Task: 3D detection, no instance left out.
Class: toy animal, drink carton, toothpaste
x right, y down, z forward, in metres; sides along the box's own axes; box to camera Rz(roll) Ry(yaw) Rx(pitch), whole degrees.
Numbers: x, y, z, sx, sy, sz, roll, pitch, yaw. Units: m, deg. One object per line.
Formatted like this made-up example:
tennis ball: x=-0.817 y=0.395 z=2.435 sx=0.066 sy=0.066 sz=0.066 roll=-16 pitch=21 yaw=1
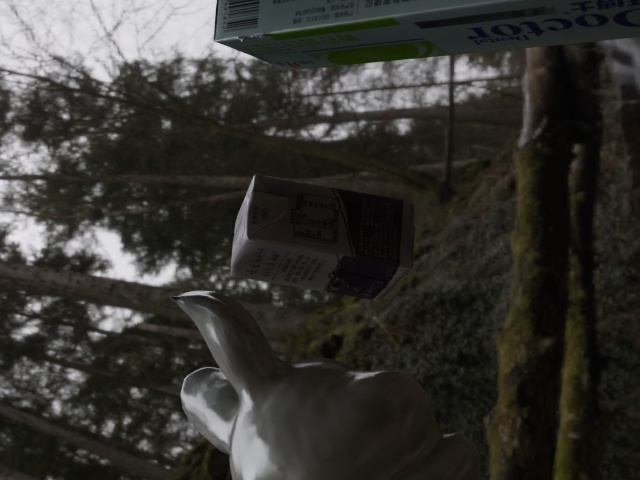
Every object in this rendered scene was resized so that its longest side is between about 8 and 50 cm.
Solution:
toy animal: x=-0.005 y=0.206 z=0.686 sx=0.241 sy=0.367 sz=0.196 roll=-14 pitch=-38 yaw=-27
drink carton: x=-0.001 y=0.000 z=1.128 sx=0.223 sy=0.134 sz=0.101 roll=9 pitch=-113 yaw=-12
toothpaste: x=0.081 y=-0.156 z=0.518 sx=0.081 sy=0.337 sz=0.067 roll=9 pitch=-94 yaw=-52
